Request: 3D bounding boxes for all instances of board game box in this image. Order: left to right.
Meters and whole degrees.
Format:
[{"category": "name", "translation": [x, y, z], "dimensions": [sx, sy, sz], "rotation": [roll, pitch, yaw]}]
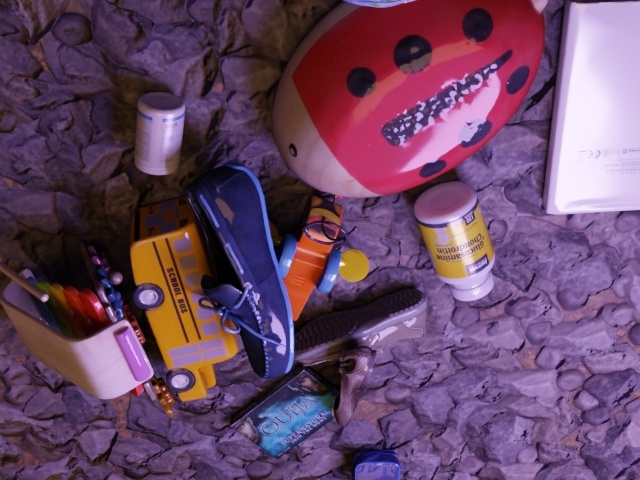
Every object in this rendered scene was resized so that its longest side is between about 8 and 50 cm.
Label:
[{"category": "board game box", "translation": [-0.055, 0.312, 1.910], "dimensions": [0.186, 0.026, 0.126], "rotation": [-40, 118, 19]}]

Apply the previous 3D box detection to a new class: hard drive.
[{"category": "hard drive", "translation": [0.472, -0.205, 1.603], "dimensions": [0.232, 0.047, 0.353], "rotation": [-3, 124, -3]}]

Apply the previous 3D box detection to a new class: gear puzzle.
[{"category": "gear puzzle", "translation": [-0.295, 0.163, 1.708], "dimensions": [0.044, 0.175, 0.339], "rotation": [-25, 124, -9]}]

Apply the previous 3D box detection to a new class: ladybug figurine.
[{"category": "ladybug figurine", "translation": [0.131, -0.215, 1.498], "dimensions": [0.449, 0.162, 0.305], "rotation": [-37, 118, 18]}]

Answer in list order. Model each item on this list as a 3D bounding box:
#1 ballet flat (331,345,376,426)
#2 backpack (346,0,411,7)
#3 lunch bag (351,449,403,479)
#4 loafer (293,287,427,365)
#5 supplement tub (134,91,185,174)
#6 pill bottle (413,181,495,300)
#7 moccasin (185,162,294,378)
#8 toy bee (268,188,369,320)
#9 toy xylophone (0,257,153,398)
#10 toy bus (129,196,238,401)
[{"category": "ballet flat", "translation": [0.047, 0.244, 1.781], "dimensions": [0.058, 0.084, 0.250], "rotation": [15, 150, 1]}, {"category": "backpack", "translation": [0.061, -0.470, 1.294], "dimensions": [0.290, 0.273, 0.356], "rotation": [-10, 135, -5]}, {"category": "lunch bag", "translation": [0.108, 0.431, 1.981], "dimensions": [0.098, 0.065, 0.067], "rotation": [3, 107, -6]}, {"category": "loafer", "translation": [0.070, 0.165, 1.783], "dimensions": [0.251, 0.094, 0.087], "rotation": [-19, 119, 7]}, {"category": "supplement tub", "translation": [-0.239, -0.159, 1.558], "dimensions": [0.071, 0.071, 0.107], "rotation": [6, 123, -9]}, {"category": "pill bottle", "translation": [0.221, 0.005, 1.685], "dimensions": [0.103, 0.103, 0.184], "rotation": [-19, 123, 7]}, {"category": "moccasin", "translation": [-0.135, 0.056, 1.596], "dimensions": [0.116, 0.137, 0.342], "rotation": [-21, 103, -31]}, {"category": "toy bee", "translation": [0.000, 0.000, 1.652], "dimensions": [0.195, 0.162, 0.298], "rotation": [32, 142, -25]}, {"category": "toy xylophone", "translation": [-0.394, 0.120, 1.599], "dimensions": [0.081, 0.322, 0.236], "rotation": [-39, 136, -28]}, {"category": "toy bus", "translation": [-0.223, 0.102, 1.708], "dimensions": [0.130, 0.108, 0.333], "rotation": [-15, 123, -1]}]
